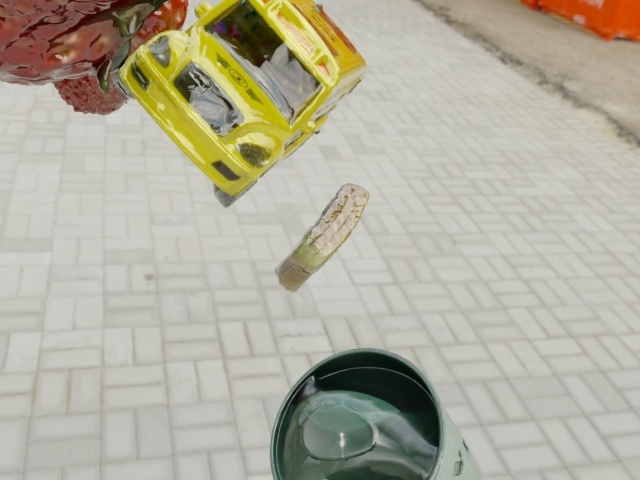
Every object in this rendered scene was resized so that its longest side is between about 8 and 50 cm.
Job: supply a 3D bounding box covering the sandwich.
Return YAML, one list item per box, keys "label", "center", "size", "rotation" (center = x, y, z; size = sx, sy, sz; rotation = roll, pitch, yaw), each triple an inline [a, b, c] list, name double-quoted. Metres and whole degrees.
- label: "sandwich"
  center: [0.001, 0.001, 1.616]
  size: [0.087, 0.251, 0.226]
  rotation: [40, 63, 0]

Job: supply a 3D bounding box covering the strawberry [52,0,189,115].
- label: "strawberry"
  center: [-0.195, -0.241, 0.710]
  size: [0.175, 0.236, 0.106]
  rotation: [-32, 45, -30]

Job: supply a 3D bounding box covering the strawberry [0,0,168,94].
- label: "strawberry"
  center: [-0.173, -0.226, 0.347]
  size: [0.257, 0.257, 0.277]
  rotation: [37, 3, 40]

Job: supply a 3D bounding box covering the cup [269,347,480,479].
- label: "cup"
  center: [0.105, 0.444, 1.262]
  size: [0.310, 0.392, 0.401]
  rotation: [12, 66, 34]

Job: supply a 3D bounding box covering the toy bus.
- label: "toy bus"
  center: [-0.051, -0.154, 0.665]
  size: [0.144, 0.152, 0.330]
  rotation: [48, 19, -6]
